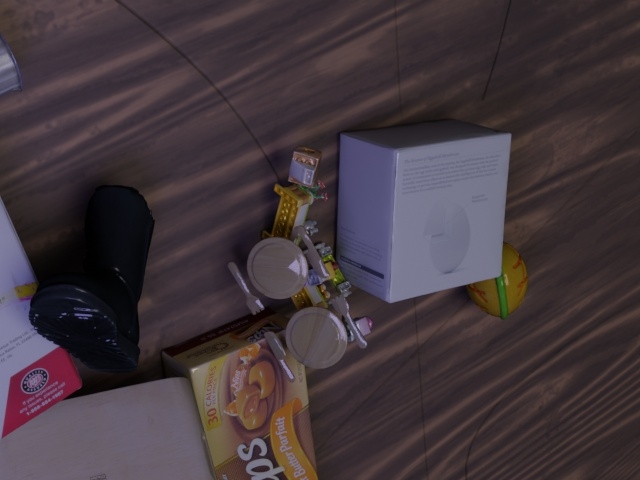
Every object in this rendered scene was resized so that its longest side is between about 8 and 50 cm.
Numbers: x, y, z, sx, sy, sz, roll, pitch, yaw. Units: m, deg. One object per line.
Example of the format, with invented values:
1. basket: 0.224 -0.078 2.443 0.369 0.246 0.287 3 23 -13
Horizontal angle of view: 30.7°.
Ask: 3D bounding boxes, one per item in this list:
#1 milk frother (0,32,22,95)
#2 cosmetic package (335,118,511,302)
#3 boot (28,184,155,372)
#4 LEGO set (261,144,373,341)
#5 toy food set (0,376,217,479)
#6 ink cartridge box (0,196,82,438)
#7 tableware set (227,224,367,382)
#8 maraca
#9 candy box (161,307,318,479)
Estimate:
1. milk frother: -0.399 -0.190 1.248 0.134 0.143 0.129 -31 114 -23
2. cosmetic package: 0.149 -0.052 1.718 0.224 0.138 0.225 -10 112 -35
3. boot: -0.262 0.024 1.366 0.246 0.094 0.207 70 19 -65
4. LEGO set: 0.000 0.000 1.641 0.107 0.132 0.287 -23 105 -43
5. toy food set: -0.278 0.308 1.452 0.306 0.092 0.220 -11 72 -19
6. ink cartridge box: -0.436 0.086 1.321 0.226 0.131 0.306 -31 121 -26
7. tableware set: -0.028 0.081 1.583 0.194 0.128 0.039 62 19 -3
8. maraca: 0.279 0.048 1.857 0.099 0.127 0.186 -13 141 2
9. candy box: -0.107 0.277 1.664 0.183 0.087 0.316 -20 116 -31
